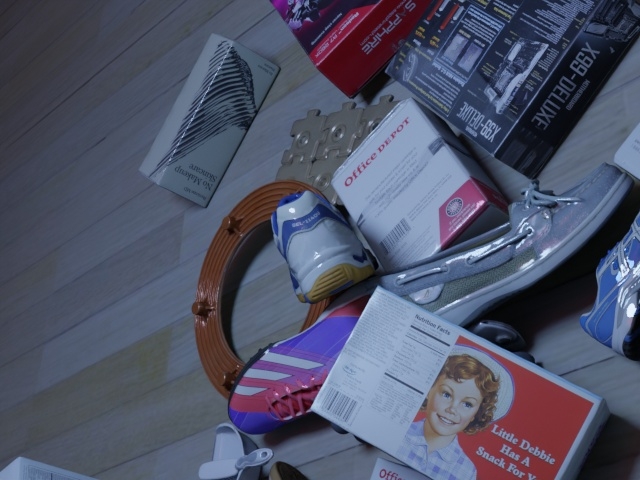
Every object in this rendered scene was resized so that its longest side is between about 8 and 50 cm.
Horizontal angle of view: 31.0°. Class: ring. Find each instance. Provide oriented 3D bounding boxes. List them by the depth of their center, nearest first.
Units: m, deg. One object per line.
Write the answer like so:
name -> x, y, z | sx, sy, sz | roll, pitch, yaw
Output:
ring -> -0.087, 0.072, 1.674 | 0.336, 0.032, 0.337 | -18, 65, 45

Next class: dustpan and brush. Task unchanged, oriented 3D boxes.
dustpan and brush -> -0.113, 0.310, 1.571 | 0.211, 0.060, 0.147 | -21, 53, 45

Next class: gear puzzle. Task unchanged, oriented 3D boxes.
gear puzzle -> 0.062, -0.118, 1.648 | 0.339, 0.044, 0.175 | -4, 64, 49

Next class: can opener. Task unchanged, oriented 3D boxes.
can opener -> 0.122, 0.172, 1.340 | 0.280, 0.074, 0.093 | -33, 40, 37

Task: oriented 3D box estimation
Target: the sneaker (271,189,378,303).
sneaker -> 0.000, 0.000, 1.413 | 0.112, 0.131, 0.296 | -27, -2, -5

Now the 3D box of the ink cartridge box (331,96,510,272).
ink cartridge box -> 0.127, -0.049, 1.438 | 0.158, 0.092, 0.218 | -46, 47, 18

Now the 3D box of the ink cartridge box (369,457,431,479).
ink cartridge box -> 0.096, 0.340, 1.267 | 0.127, 0.072, 0.175 | 6, 73, 54

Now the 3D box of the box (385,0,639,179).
box -> 0.236, -0.249, 1.467 | 0.242, 0.076, 0.307 | -56, 35, 11

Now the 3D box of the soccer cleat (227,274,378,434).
soccer cleat -> -0.004, 0.174, 1.479 | 0.318, 0.108, 0.116 | -40, 37, 25

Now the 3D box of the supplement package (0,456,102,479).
supplement package -> -0.364, 0.463, 1.620 | 0.199, 0.262, 0.198 | -39, 42, 31

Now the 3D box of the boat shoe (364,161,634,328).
boat shoe -> 0.196, 0.007, 1.275 | 0.320, 0.103, 0.118 | -36, 0, 24

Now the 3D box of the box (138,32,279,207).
box -> -0.190, -0.206, 1.969 | 0.094, 0.113, 0.275 | 32, 95, 54

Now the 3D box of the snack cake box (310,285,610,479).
snack cake box -> 0.143, 0.175, 1.186 | 0.264, 0.089, 0.152 | 27, 83, 24

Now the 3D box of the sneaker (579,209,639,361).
sneaker -> 0.326, 0.013, 1.174 | 0.081, 0.080, 0.211 | 17, 81, 52

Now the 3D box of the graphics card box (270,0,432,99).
graphics card box -> 0.043, -0.403, 1.785 | 0.233, 0.094, 0.371 | -44, 37, 13

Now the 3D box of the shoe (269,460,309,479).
shoe -> -0.024, 0.359, 1.409 | 0.058, 0.076, 0.219 | -47, 39, 14

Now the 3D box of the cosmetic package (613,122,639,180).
cosmetic package -> 0.400, -0.064, 1.035 | 0.151, 0.183, 0.151 | -53, 36, 13
